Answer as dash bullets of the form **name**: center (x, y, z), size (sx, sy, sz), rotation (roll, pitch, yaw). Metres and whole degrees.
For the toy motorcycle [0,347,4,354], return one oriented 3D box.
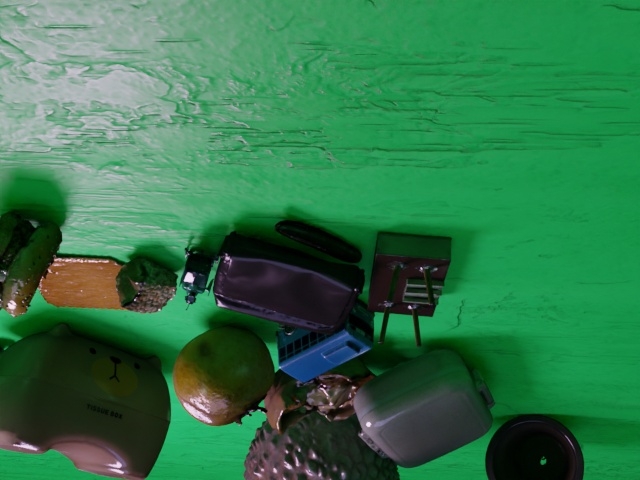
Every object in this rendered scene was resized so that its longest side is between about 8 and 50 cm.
- **toy motorcycle**: center (-0.788, 0.279, 2.225), size (0.118, 0.084, 0.212), rotation (16, 157, -38)

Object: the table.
- **table**: center (0.145, 0.092, 1.643), size (0.121, 0.111, 0.240), rotation (4, 153, 1)

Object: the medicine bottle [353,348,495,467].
- **medicine bottle**: center (0.224, 0.363, 2.076), size (0.282, 0.123, 0.375), rotation (-25, 148, 6)

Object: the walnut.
- **walnut**: center (-0.001, 0.297, 2.038), size (0.238, 0.141, 0.204), rotation (-1, 141, -40)

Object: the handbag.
- **handbag**: center (-0.058, 0.069, 1.667), size (0.246, 0.080, 0.223), rotation (15, 151, -5)

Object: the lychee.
- **lychee**: center (0.004, 0.545, 2.270), size (0.380, 0.432, 0.380), rotation (-16, 139, -15)

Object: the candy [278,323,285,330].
- **candy**: center (-0.070, 0.159, 1.899), size (0.062, 0.058, 0.194), rotation (26, 155, 32)

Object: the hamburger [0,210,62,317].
- **hamburger**: center (-0.501, 0.049, 1.604), size (0.113, 0.186, 0.177), rotation (23, 153, -20)

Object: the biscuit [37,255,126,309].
- **biscuit**: center (-0.435, 0.083, 1.844), size (0.236, 0.013, 0.232), rotation (2, 152, 5)

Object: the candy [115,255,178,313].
- **candy**: center (-0.313, 0.083, 1.741), size (0.095, 0.085, 0.110), rotation (-40, 143, 28)

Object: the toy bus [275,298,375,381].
- **toy bus**: center (0.011, 0.186, 1.832), size (0.184, 0.106, 0.090), rotation (-31, 132, 28)

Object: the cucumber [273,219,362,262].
- **cucumber**: center (0.000, 0.000, 1.578), size (0.184, 0.033, 0.036), rotation (24, 124, -33)

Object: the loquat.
- **loquat**: center (-0.197, 0.279, 1.957), size (0.213, 0.213, 0.213), rotation (4, 153, 2)

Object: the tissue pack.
- **tissue pack**: center (-0.526, 0.353, 2.125), size (0.387, 0.277, 0.267), rotation (28, 153, -34)

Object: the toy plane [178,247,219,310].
- **toy plane**: center (-0.215, 0.069, 1.691), size (0.060, 0.096, 0.235), rotation (11, 171, -6)

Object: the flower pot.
- **flower pot**: center (0.531, 0.542, 2.378), size (0.235, 0.235, 0.148), rotation (-5, 170, 21)
